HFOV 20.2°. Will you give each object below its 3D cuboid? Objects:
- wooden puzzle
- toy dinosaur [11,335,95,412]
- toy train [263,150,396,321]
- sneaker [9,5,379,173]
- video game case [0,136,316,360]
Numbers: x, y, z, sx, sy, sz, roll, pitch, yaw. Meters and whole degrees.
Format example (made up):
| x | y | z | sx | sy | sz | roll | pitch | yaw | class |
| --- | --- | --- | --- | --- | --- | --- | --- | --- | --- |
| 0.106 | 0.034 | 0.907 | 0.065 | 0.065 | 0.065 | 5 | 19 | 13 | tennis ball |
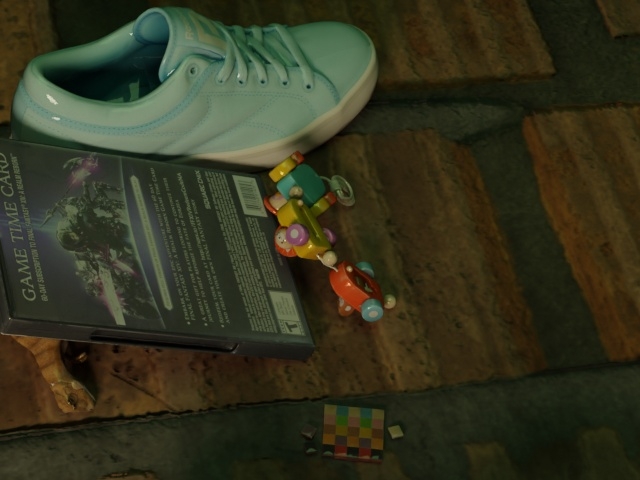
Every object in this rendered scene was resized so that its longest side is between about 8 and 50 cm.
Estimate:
| x | y | z | sx | sy | sz | roll | pitch | yaw | class |
| --- | --- | --- | --- | --- | --- | --- | --- | --- | --- |
| 0.026 | 0.157 | 1.457 | 0.083 | 0.006 | 0.049 | 6 | 50 | -4 | wooden puzzle |
| -0.247 | 0.051 | 1.465 | 0.211 | 0.064 | 0.112 | 40 | 57 | 22 | toy dinosaur |
| 0.000 | 0.000 | 1.554 | 0.125 | 0.046 | 0.166 | 34 | 28 | -38 | toy train |
| -0.100 | -0.144 | 1.594 | 0.366 | 0.150 | 0.135 | -21 | 58 | -24 | sneaker |
| -0.148 | 0.006 | 1.482 | 0.274 | 0.026 | 0.196 | 7 | 47 | -30 | video game case |
